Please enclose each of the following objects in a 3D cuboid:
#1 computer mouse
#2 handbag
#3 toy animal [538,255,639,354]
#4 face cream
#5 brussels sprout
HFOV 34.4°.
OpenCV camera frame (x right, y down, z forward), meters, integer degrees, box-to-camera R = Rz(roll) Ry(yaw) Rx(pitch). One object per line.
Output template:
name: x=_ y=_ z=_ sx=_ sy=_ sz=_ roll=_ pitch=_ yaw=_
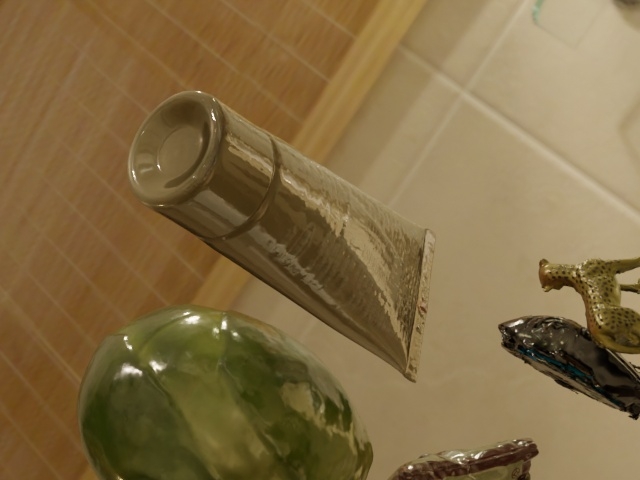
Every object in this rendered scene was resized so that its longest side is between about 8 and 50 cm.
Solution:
computer mouse: x=0.344 y=0.156 z=1.362 sx=0.077 sy=0.242 sz=0.146 roll=-60 pitch=-25 yaw=-5
handbag: x=0.190 y=0.378 z=1.556 sx=0.235 sy=0.127 sz=0.213 roll=-7 pitch=-40 yaw=-23
toy animal: x=0.350 y=0.087 z=1.254 sx=0.136 sy=0.181 sz=0.073 roll=-3 pitch=-42 yaw=-4
face cream: x=0.000 y=0.000 z=0.774 sx=0.341 sy=0.084 sz=0.137 roll=32 pitch=-119 yaw=-50
brussels sprout: x=-0.114 y=0.235 z=1.260 sx=0.276 sy=0.371 sz=0.315 roll=-59 pitch=14 yaw=-10
